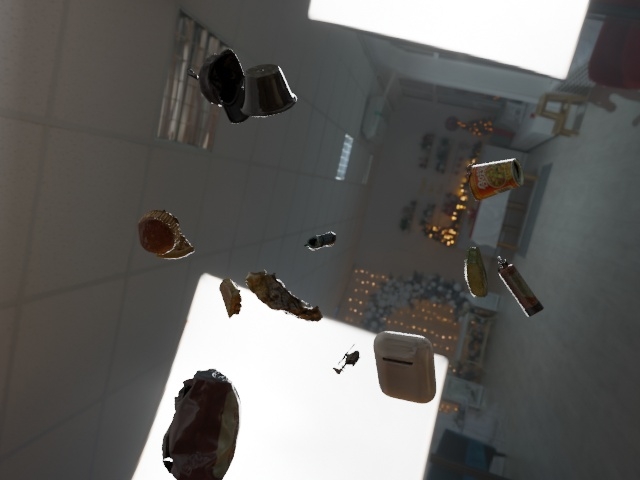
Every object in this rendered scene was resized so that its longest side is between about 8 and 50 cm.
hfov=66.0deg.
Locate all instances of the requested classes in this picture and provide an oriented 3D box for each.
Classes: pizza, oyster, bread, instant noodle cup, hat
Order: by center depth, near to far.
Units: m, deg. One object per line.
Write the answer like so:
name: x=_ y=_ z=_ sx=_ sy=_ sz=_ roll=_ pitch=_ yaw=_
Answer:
pizza: x=-0.297 y=0.191 z=1.648 sx=0.175 sy=0.046 sz=0.134 roll=25 pitch=122 yaw=61
oyster: x=-0.115 y=0.206 z=1.689 sx=0.101 sy=0.270 sz=0.275 roll=-64 pitch=-23 yaw=-20
bread: x=-0.725 y=-0.032 z=2.201 sx=0.104 sy=0.198 sz=0.199 roll=-77 pitch=-4 yaw=-58
hat: x=-0.467 y=-0.674 z=2.235 sx=0.238 sy=0.208 sz=0.337 roll=-12 pitch=-90 yaw=-56
instant noodle cup: x=0.828 y=-0.298 z=2.319 sx=0.193 sy=0.212 sz=0.193 roll=14 pitch=-110 yaw=-45
pizza: x=-0.719 y=0.015 z=2.455 sx=0.062 sy=0.181 sz=0.162 roll=123 pitch=148 yaw=-63

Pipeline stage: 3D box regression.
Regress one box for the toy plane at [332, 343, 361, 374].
toy plane: x=0.089 y=0.382 z=1.568 sx=0.120 sy=0.049 sz=0.031 roll=-44 pitch=-15 yaw=-33

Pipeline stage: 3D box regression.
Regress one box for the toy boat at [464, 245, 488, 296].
toy boat: x=0.666 y=0.149 z=2.116 sx=0.055 sy=0.093 sz=0.293 roll=-60 pitch=-40 yaw=-39

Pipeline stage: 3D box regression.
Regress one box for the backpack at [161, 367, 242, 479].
backpack: x=-0.316 y=0.494 z=1.361 sx=0.317 sy=0.197 sz=0.284 roll=128 pitch=154 yaw=-77

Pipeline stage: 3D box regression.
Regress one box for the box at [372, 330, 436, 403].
box: x=0.392 y=0.592 z=2.297 sx=0.141 sy=0.288 sz=0.350 roll=-37 pitch=-56 yaw=-52

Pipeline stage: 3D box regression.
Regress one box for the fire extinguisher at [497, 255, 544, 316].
fire extinguisher: x=0.526 y=0.117 z=1.321 sx=0.050 sy=0.177 sz=0.062 roll=-36 pitch=-15 yaw=23

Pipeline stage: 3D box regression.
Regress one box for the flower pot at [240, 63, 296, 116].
flower pot: x=-0.221 y=-0.612 z=1.969 sx=0.235 sy=0.235 sz=0.148 roll=-63 pitch=-27 yaw=-47

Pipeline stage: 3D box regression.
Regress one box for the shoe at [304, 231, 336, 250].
shoe: x=0.000 y=0.000 z=2.125 sx=0.071 sy=0.142 sz=0.064 roll=19 pitch=-124 yaw=-64
